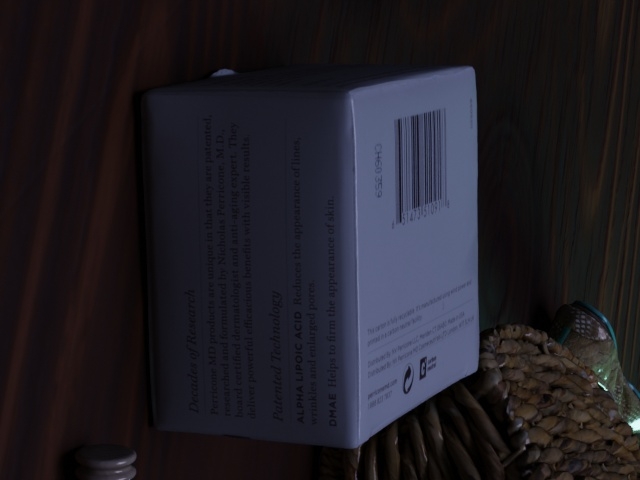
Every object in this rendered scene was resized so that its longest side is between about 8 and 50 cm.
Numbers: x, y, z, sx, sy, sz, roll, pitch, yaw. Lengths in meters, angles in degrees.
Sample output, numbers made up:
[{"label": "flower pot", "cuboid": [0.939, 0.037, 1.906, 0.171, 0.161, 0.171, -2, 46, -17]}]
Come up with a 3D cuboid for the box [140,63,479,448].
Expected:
[{"label": "box", "cuboid": [0.000, 0.000, 1.016, 0.181, 0.119, 0.182, -20, 111, -63]}]

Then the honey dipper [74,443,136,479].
[{"label": "honey dipper", "cuboid": [-0.104, 0.179, 0.918, 0.030, 0.030, 0.161, -17, 111, -64]}]

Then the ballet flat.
[{"label": "ballet flat", "cuboid": [0.224, 0.123, 1.598, 0.067, 0.073, 0.206, -50, 141, -12]}]

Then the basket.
[{"label": "basket", "cuboid": [0.091, 0.192, 1.265, 0.213, 0.223, 0.299, 64, 19, 18]}]
